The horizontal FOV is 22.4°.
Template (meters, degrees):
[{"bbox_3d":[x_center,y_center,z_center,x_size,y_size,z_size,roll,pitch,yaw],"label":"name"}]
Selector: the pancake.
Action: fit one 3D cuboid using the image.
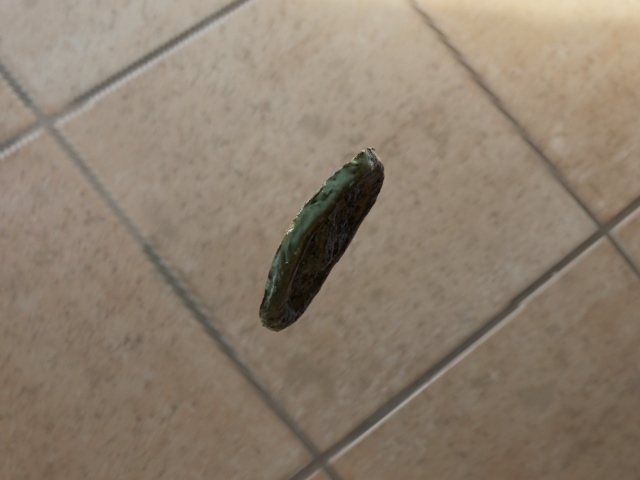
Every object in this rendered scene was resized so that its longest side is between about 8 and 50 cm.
[{"bbox_3d":[0.000,-0.001,0.786,0.017,0.108,0.108,31,62,11],"label":"pancake"}]
